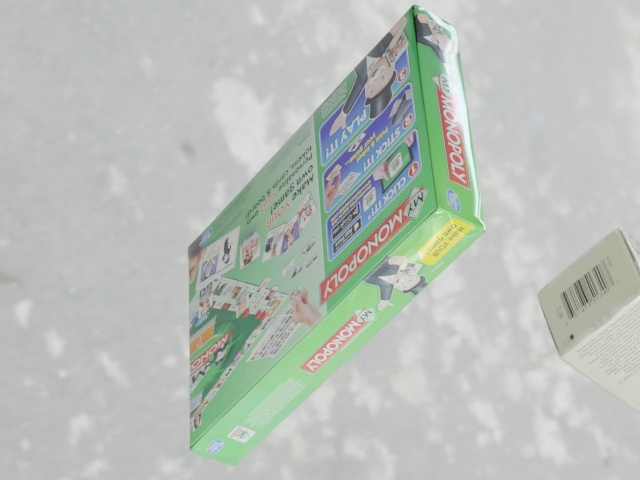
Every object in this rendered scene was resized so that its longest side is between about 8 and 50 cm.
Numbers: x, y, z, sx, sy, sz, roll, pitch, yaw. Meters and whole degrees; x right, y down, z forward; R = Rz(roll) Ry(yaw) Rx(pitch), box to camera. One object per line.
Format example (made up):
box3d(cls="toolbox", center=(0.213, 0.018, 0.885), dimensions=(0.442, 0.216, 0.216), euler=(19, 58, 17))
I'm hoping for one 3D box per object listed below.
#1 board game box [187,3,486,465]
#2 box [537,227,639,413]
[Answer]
box3d(cls="board game box", center=(0.000, 0.000, 1.383), dimensions=(0.046, 0.317, 0.213), euler=(23, 41, -27))
box3d(cls="box", center=(0.339, 0.109, 1.740), dimensions=(0.275, 0.113, 0.094), euler=(35, 25, -34))
